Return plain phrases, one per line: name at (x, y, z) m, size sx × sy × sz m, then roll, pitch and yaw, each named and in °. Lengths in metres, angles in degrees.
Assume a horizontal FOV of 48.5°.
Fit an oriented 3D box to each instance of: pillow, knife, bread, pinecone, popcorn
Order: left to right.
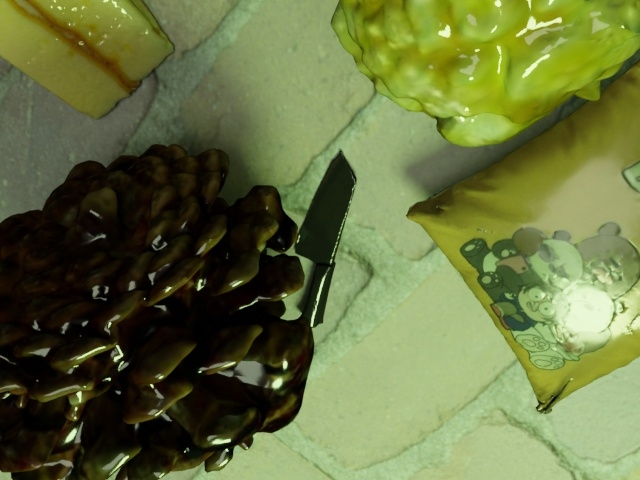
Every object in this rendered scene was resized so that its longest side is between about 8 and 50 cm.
bread at (-0.317, -0.266, 0.784) m, size 0.168 × 0.163 × 0.264 m, roll -37°, pitch 98°, yaw 19°
pinecone at (-0.196, 0.100, 0.779) m, size 0.398 × 0.397 × 0.397 m, roll 4°, pitch 109°, yaw 11°
knife at (0.000, 0.000, 0.884) m, size 0.060 × 0.028 × 0.230 m, roll 21°, pitch 110°, yaw 17°
popcorn at (0.173, -0.248, 0.635) m, size 0.335 × 0.279 × 0.274 m, roll -34°, pitch 80°, yaw 32°
pillow at (0.297, 0.009, 0.770) m, size 0.312 × 0.119 × 0.310 m, roll -32°, pitch 96°, yaw 21°
